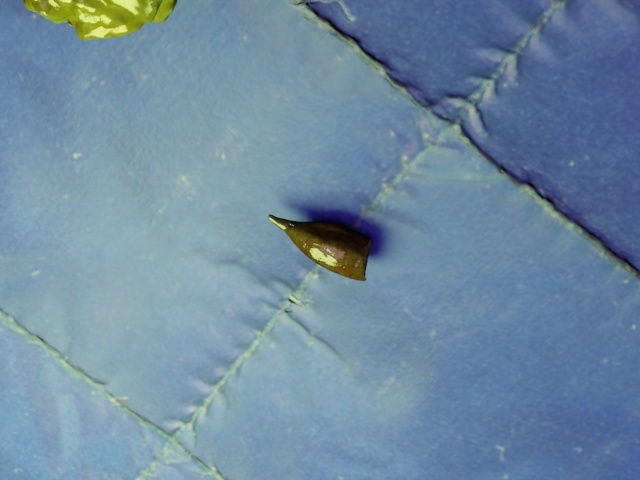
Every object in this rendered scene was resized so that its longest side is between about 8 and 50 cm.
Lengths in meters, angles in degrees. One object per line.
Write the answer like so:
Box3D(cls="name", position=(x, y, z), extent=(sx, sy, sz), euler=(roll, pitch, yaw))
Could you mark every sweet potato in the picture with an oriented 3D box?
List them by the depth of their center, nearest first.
Box3D(cls="sweet potato", position=(0.000, 0.000, 1.178), extent=(0.117, 0.049, 0.049), euler=(25, 115, 0))

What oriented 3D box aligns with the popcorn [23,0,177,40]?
Box3D(cls="popcorn", position=(-0.190, -0.285, 1.027), extent=(0.189, 0.169, 0.218), euler=(4, 120, 11))
